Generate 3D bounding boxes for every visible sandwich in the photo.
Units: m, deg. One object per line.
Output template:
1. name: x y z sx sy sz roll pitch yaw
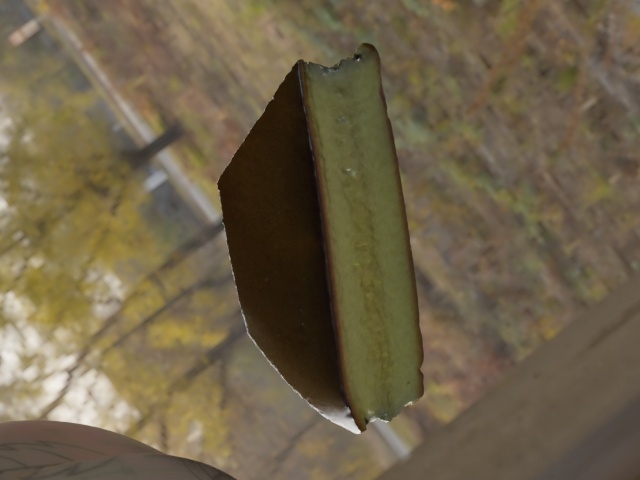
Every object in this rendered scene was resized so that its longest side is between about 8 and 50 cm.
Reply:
1. sandwich: 0.000 0.000 1.001 0.096 0.094 0.258 7 114 37

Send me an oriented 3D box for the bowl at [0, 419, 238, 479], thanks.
1. bowl: -0.144 0.186 0.622 0.144 0.287 0.287 38 167 37
